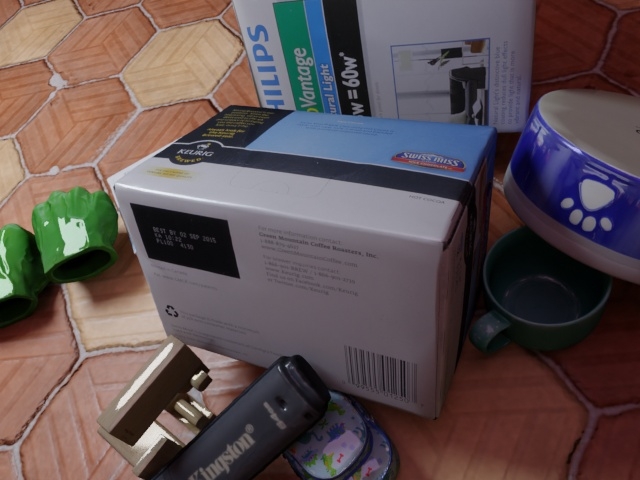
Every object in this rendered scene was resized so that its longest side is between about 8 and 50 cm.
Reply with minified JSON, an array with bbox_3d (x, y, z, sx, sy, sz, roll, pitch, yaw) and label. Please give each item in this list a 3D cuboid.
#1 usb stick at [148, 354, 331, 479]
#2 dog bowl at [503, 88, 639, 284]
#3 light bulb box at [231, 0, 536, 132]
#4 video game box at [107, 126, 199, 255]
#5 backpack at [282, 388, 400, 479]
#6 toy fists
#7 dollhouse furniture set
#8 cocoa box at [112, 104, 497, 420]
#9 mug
[{"bbox_3d":[-0.103,0.231,0.590,0.278,0.045,0.077,-45,70,15],"label":"usb stick"},{"bbox_3d":[0.348,-0.068,0.610,0.265,0.104,0.264,7,36,-5],"label":"dog bowl"},{"bbox_3d":[0.116,-0.330,0.804,0.362,0.225,0.357,1,40,17],"label":"light bulb box"},{"bbox_3d":[-0.228,-0.083,0.904,0.205,0.048,0.187,-30,52,-4],"label":"video game box"},{"bbox_3d":[0.021,0.227,0.596,0.105,0.084,0.114,-44,58,-12],"label":"backpack"},{"bbox_3d":[-0.435,0.020,0.861,0.279,0.096,0.142,-29,63,10],"label":"toy fists"},{"bbox_3d":[-0.217,0.181,0.658,0.123,0.151,0.144,26,66,30],"label":"dollhouse furniture set"},{"bbox_3d":[0.000,0.000,0.630,0.348,0.231,0.228,11,38,23],"label":"cocoa box"},{"bbox_3d":[0.240,0.062,0.631,0.158,0.097,0.129,-12,55,10],"label":"mug"}]
